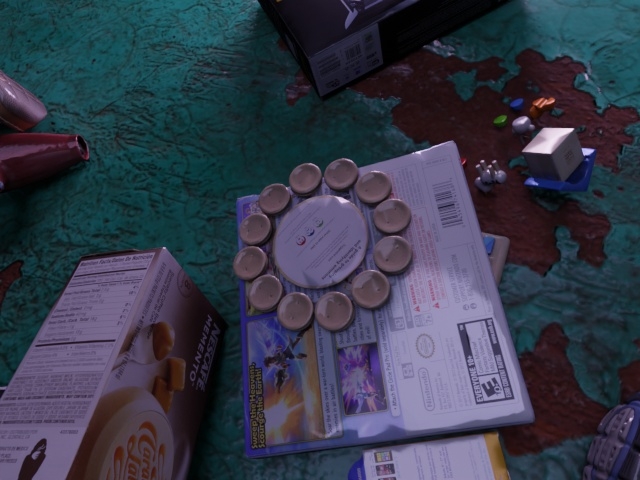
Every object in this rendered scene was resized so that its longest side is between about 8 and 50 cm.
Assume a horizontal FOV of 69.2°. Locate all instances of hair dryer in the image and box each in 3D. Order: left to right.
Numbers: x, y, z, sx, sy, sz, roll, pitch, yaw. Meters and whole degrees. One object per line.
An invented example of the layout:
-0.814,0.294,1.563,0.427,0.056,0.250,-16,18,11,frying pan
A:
-0.438,-0.052,0.609,0.224,0.080,0.293,32,62,22,hair dryer

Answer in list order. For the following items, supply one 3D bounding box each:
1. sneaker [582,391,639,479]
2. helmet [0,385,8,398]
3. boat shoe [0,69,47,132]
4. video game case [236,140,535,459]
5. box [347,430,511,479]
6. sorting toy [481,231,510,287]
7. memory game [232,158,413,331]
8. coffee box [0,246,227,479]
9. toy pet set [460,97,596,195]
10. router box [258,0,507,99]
0.229,0.254,0.311,0.129,0.111,0.297,29,77,17,sneaker
-0.366,0.208,0.442,0.170,0.161,0.169,-5,65,11,helmet
-0.537,-0.221,0.711,0.324,0.123,0.116,29,80,32,boat shoe
0.042,0.056,0.461,0.244,0.061,0.269,-13,64,12,video game case
0.094,0.218,0.402,0.136,0.028,0.081,-12,64,11,box
0.156,0.027,0.480,0.062,0.012,0.083,15,71,19,sorting toy
0.000,0.000,0.458,0.186,0.012,0.186,-7,65,16,memory game
-0.178,0.145,0.400,0.098,0.141,0.246,-7,46,15,coffee box
0.230,-0.091,0.502,0.122,0.065,0.114,-45,29,-11,toy pet set
0.077,-0.365,0.637,0.309,0.081,0.243,-27,63,1,router box
